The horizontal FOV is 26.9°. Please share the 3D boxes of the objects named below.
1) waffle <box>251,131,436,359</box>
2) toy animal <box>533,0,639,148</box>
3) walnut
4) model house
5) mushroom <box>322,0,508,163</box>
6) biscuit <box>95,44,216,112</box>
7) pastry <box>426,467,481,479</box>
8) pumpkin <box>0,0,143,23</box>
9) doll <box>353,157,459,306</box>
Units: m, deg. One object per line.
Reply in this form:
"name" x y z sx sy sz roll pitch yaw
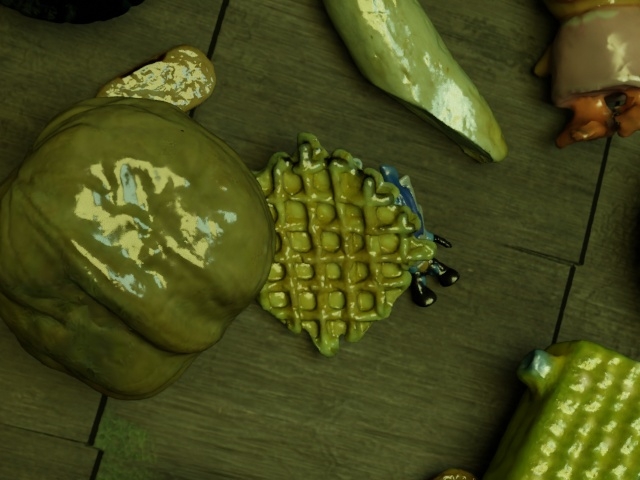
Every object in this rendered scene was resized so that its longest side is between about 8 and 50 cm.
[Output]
"waffle" 0.001 -0.001 1.476 0.223 0.054 0.204 39 108 -5
"toy animal" 0.335 -0.262 1.562 0.169 0.195 0.281 -24 102 -55
"walnut" -0.198 0.005 1.343 0.277 0.253 0.282 45 76 -10
"model house" 0.325 0.267 1.514 0.303 0.215 0.237 33 70 -9
"mushroom" 0.094 -0.213 1.525 0.107 0.087 0.333 -37 101 -15
"biscuit" -0.182 -0.163 1.473 0.147 0.018 0.071 -31 100 -16
"pastry" 0.151 0.317 1.546 0.097 0.057 0.109 -1 87 -13
"pumpkin" -0.255 -0.339 1.339 0.248 0.248 0.248 0 89 -17
"doll" 0.085 -0.015 1.526 0.096 0.070 0.195 -40 111 -13
